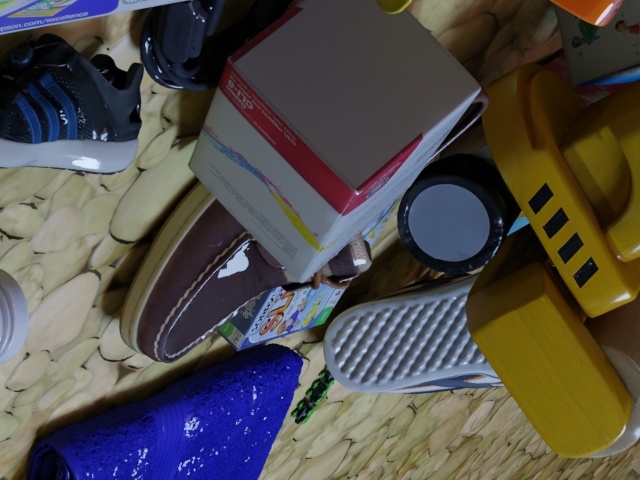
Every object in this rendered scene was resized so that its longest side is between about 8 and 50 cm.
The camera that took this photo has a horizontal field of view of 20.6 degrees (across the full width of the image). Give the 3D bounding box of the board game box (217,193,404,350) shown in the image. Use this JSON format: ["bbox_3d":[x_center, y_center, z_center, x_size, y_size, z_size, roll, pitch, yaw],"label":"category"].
[{"bbox_3d":[0.000,0.000,1.538,0.136,0.035,0.201,-14,141,-54],"label":"board game box"}]

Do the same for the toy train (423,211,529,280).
[{"bbox_3d":[0.160,0.008,1.840,0.166,0.046,0.125,-39,158,-12],"label":"toy train"}]

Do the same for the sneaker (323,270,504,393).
[{"bbox_3d":[0.164,0.087,1.743,0.321,0.126,0.127,-3,179,3],"label":"sneaker"}]

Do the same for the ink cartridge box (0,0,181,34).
[{"bbox_3d":[-0.099,-0.184,0.889,0.206,0.045,0.208,-13,160,-18],"label":"ink cartridge box"}]

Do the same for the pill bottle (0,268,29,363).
[{"bbox_3d":[-0.257,0.054,1.090,0.160,0.087,0.087,-8,136,-58],"label":"pill bottle"}]

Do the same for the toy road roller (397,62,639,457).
[{"bbox_3d":[0.241,-0.001,1.525,0.240,0.329,0.202,-27,-169,27],"label":"toy road roller"}]

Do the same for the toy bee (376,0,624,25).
[{"bbox_3d":[0.061,-0.248,1.043,0.195,0.298,0.162,-36,-156,25],"label":"toy bee"}]

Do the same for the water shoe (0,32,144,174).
[{"bbox_3d":[-0.181,-0.086,1.043,0.203,0.073,0.080,0,103,-61],"label":"water shoe"}]

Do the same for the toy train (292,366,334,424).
[{"bbox_3d":[-0.001,0.158,1.836,0.083,0.017,0.023,-55,167,21],"label":"toy train"}]

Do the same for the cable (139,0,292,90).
[{"bbox_3d":[-0.054,-0.168,1.145,0.150,0.047,0.184,-47,168,-24],"label":"cable"}]

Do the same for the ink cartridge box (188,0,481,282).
[{"bbox_3d":[0.004,-0.078,1.228,0.128,0.127,0.176,-41,173,-25],"label":"ink cartridge box"}]

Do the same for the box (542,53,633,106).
[{"bbox_3d":[0.296,-0.055,1.682,0.122,0.257,0.128,-33,156,-41],"label":"box"}]

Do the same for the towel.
[{"bbox_3d":[-0.152,0.221,1.587,0.308,0.076,0.228,-22,148,-47],"label":"towel"}]

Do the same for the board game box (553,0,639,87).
[{"bbox_3d":[0.392,-0.224,1.544,0.224,0.098,0.303,-10,176,-42],"label":"board game box"}]

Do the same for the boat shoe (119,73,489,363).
[{"bbox_3d":[-0.009,-0.019,1.370,0.342,0.123,0.123,-45,158,-6],"label":"boat shoe"}]
